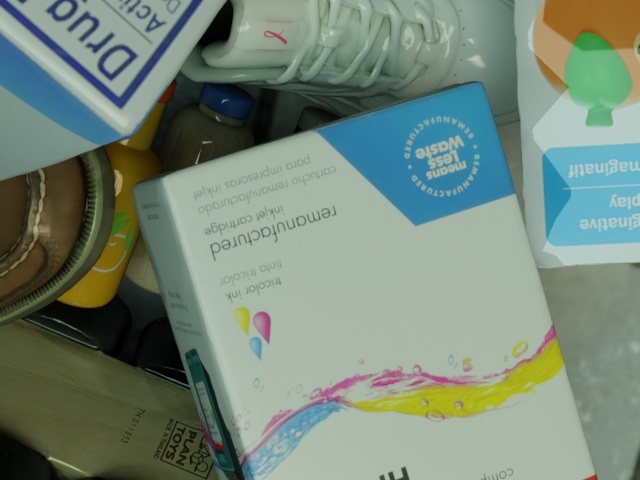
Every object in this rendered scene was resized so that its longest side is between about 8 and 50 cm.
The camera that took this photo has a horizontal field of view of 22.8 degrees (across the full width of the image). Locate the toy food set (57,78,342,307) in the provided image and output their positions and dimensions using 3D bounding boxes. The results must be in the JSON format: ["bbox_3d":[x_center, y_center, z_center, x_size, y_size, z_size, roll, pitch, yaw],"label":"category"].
[{"bbox_3d":[0.000,0.000,0.713,0.232,0.111,0.104,21,108,-7],"label":"toy food set"}]

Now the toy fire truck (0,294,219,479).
[{"bbox_3d":[-0.095,0.163,0.775,0.217,0.158,0.246,22,146,-2],"label":"toy fire truck"}]

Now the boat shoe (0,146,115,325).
[{"bbox_3d":[-0.237,-0.013,0.671,0.307,0.104,0.111,-1,87,26],"label":"boat shoe"}]

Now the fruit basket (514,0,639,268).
[{"bbox_3d":[0.229,-0.172,0.583,0.327,0.165,0.353,-2,88,6],"label":"fruit basket"}]

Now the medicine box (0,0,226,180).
[{"bbox_3d":[-0.115,-0.211,0.531,0.263,0.149,0.289,41,66,-21],"label":"medicine box"}]

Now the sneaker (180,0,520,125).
[{"bbox_3d":[-0.006,-0.089,0.680,0.232,0.115,0.090,13,110,0],"label":"sneaker"}]

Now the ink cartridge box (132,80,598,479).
[{"bbox_3d":[0.025,0.067,0.627,0.134,0.078,0.231,-19,94,-16],"label":"ink cartridge box"}]
